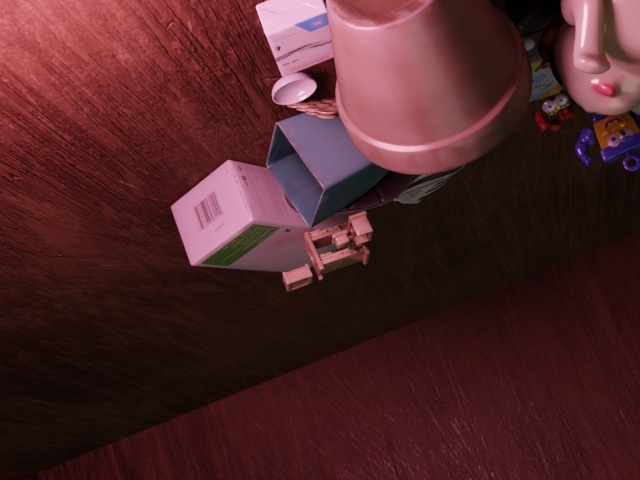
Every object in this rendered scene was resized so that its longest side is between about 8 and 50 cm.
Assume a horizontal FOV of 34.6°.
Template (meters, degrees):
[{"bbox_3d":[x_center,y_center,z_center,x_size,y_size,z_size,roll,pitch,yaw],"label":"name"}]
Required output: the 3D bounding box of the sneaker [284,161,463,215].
[{"bbox_3d":[0.125,-0.115,2.217,0.447,0.169,0.257,-19,160,-16],"label":"sneaker"}]

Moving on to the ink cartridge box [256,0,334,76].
[{"bbox_3d":[-0.032,-0.330,1.663,0.104,0.060,0.180,-21,161,2],"label":"ink cartridge box"}]

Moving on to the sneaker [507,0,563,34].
[{"bbox_3d":[0.373,-0.419,1.787,0.118,0.083,0.222,-27,161,19],"label":"sneaker"}]

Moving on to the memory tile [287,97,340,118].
[{"bbox_3d":[0.014,-0.243,1.877,0.113,0.012,0.148,-8,-160,-30],"label":"memory tile"}]

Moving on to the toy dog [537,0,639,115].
[{"bbox_3d":[0.494,-0.377,1.612,0.284,0.396,0.408,13,138,-8],"label":"toy dog"}]

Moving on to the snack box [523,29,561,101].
[{"bbox_3d":[0.395,-0.335,2.055,0.207,0.070,0.174,-16,160,-9],"label":"snack box"}]

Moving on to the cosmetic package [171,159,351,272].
[{"bbox_3d":[-0.114,-0.044,2.211,0.197,0.155,0.365,-36,154,31],"label":"cosmetic package"}]

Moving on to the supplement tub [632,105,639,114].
[{"bbox_3d":[0.681,-0.405,1.891,0.241,0.241,0.331,-4,155,-38],"label":"supplement tub"}]

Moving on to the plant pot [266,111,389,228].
[{"bbox_3d":[0.043,-0.173,2.005,0.234,0.165,0.166,-28,162,-21],"label":"plant pot"}]

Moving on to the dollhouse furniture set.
[{"bbox_3d":[0.000,0.000,2.086,0.181,0.101,0.161,-19,155,-12],"label":"dollhouse furniture set"}]

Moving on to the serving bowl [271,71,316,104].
[{"bbox_3d":[-0.050,-0.276,1.838,0.083,0.027,0.083,-18,161,-7],"label":"serving bowl"}]

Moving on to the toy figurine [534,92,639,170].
[{"bbox_3d":[0.697,-0.260,2.333,0.362,0.217,0.191,-25,160,14],"label":"toy figurine"}]

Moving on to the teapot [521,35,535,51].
[{"bbox_3d":[0.240,-0.291,1.873,0.256,0.187,0.252,23,119,-26],"label":"teapot"}]

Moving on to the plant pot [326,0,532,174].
[{"bbox_3d":[0.143,-0.308,1.588,0.323,0.323,0.280,-23,145,9],"label":"plant pot"}]
